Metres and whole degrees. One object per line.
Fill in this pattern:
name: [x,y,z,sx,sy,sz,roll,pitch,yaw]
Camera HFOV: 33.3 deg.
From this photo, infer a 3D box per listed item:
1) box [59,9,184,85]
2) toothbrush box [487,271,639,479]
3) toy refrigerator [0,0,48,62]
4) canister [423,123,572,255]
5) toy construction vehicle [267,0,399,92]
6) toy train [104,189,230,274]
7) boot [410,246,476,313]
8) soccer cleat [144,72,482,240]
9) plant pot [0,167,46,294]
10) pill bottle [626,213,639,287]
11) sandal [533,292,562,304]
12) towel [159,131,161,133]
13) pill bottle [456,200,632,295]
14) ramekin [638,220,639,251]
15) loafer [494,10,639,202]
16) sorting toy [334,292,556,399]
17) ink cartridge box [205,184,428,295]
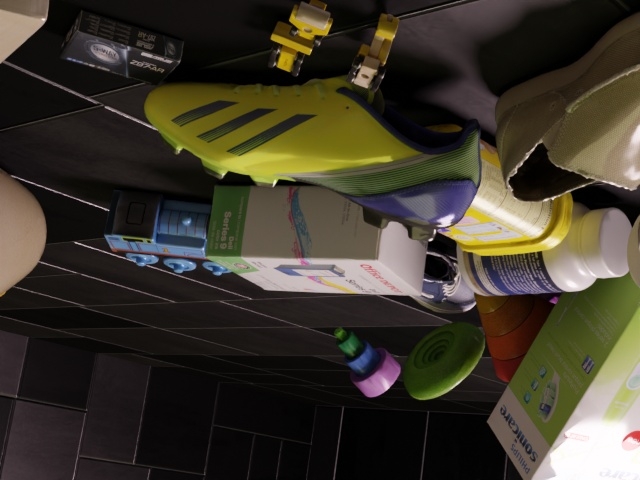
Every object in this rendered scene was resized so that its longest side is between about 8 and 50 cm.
box: [-0.158,-0.151,0.848,0.083,0.018,0.067,14,165,-23]
toothbrush box: [0.356,0.151,1.221,0.206,0.283,0.122,15,-154,-25]
toy refrigerator: [-0.273,-0.162,0.723,0.102,0.094,0.270,8,169,-31]
canister: [0.137,-0.045,1.002,0.126,0.073,0.170,-6,159,44]
toy construction vehicle: [0.009,-0.145,0.768,0.086,0.035,0.098,20,163,-2]
toy train: [-0.173,-0.009,1.316,0.184,0.080,0.105,7,160,5]
boot: [0.155,0.052,1.384,0.190,0.069,0.086,18,168,-34]
soccer cleat: [-0.005,-0.096,0.886,0.289,0.121,0.093,19,-151,9]
plant pot: [-0.436,-0.010,1.181,0.257,0.256,0.274,3,-179,19]
pill bottle: [0.411,0.030,1.027,0.229,0.131,0.131,16,164,-29]
sandal: [0.469,0.104,1.352,0.417,0.102,0.169,7,166,4]
towel: [-0.116,-0.097,1.060,0.060,0.009,0.083,2,165,25]
pill bottle: [0.235,0.008,1.116,0.094,0.094,0.169,20,162,-41]
ramekin: [0.355,-0.039,0.829,0.207,0.109,0.207,7,166,2]
loafer: [0.215,-0.085,0.753,0.102,0.092,0.268,13,165,-19]
sorting toy: [0.147,0.118,1.390,0.366,0.127,0.126,-20,119,46]
ink cartridge box: [0.000,0.000,1.220,0.213,0.093,0.154,0,163,24]
